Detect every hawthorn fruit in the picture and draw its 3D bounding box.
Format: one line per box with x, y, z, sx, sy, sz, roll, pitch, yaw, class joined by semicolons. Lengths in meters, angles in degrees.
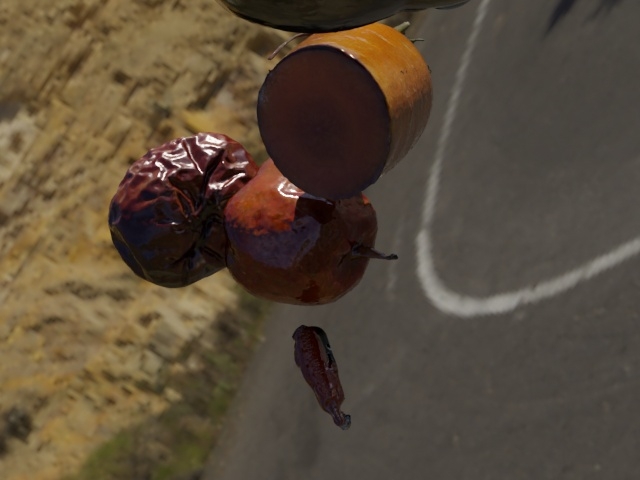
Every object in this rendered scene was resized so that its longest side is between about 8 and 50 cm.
0.000;0.000;1.838;0.207;0.243;0.207;-35;-46;-45;hawthorn fruit

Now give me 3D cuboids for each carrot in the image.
0.034;-0.175;1.700;0.331;0.214;0.193;-42;-37;-62;carrot

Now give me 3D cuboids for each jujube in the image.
-0.203;-0.049;2.047;0.232;0.213;0.213;-33;-5;-19;jujube

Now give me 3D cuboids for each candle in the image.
0.003;0.188;1.828;0.053;0.162;0.048;-19;-35;-5;candle

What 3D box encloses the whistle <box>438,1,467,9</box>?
0.146;-0.298;1.445;0.158;0.090;0.090;-40;7;10;whistle

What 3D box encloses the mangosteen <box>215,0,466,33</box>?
0.049;-0.355;1.110;0.382;0.435;0.382;9;-90;-74;mangosteen
